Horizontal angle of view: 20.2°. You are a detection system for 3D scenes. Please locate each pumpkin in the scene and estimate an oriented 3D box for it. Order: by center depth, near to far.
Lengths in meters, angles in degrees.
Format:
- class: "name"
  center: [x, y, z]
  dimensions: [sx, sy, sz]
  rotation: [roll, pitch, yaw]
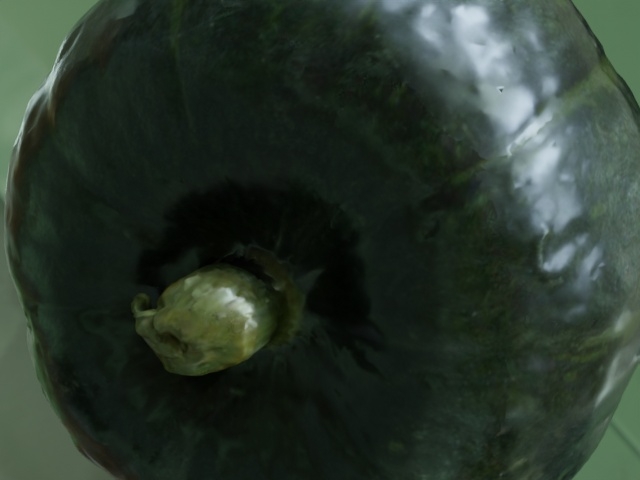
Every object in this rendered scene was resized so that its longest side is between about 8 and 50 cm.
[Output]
- class: "pumpkin"
  center: [0.000, 0.000, 0.781]
  dimensions: [0.300, 0.207, 0.300]
  rotation: [7, -72, 23]
